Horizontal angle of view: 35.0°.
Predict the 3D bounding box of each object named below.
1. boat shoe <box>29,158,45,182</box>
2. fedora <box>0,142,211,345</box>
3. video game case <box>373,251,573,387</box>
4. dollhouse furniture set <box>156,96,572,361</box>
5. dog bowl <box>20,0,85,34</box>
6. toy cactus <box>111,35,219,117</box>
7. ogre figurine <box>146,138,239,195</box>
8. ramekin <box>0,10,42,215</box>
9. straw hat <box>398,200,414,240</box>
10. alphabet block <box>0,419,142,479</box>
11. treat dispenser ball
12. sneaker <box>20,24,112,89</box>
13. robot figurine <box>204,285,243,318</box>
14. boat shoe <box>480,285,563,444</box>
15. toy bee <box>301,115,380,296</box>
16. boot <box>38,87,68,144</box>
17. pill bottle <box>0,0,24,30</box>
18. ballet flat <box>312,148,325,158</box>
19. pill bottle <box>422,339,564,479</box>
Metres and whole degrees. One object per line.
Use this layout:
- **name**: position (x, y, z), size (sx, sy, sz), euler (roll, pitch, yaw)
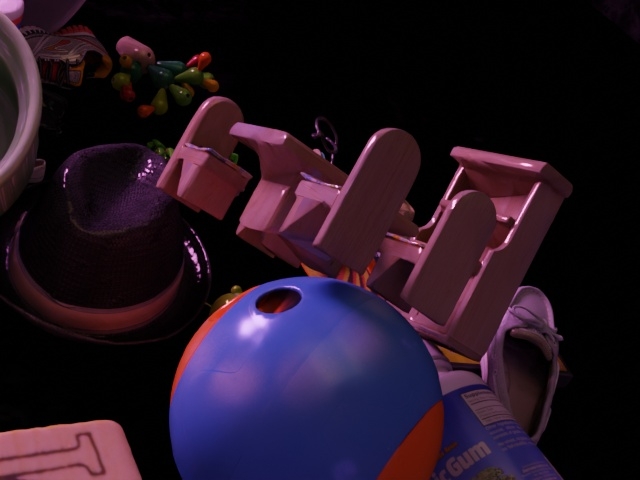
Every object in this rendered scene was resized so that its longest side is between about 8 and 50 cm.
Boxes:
- **boat shoe**: position (-0.426, -0.098, 1.400), size (0.100, 0.035, 0.035), euler (-5, 45, -39)
- **fedora**: position (-0.267, -0.022, 1.297), size (0.334, 0.152, 0.334), euler (18, 35, -13)
- **video game case**: position (0.217, 0.116, 1.539), size (0.274, 0.035, 0.248), euler (7, 38, -27)
- **dollhouse furniture set**: position (0.082, -0.059, 1.218), size (0.394, 0.256, 0.362), euler (33, -8, -35)
- **dog bowl**: position (-0.468, -0.405, 1.534), size (0.102, 0.349, 0.349), euler (46, 37, 8)
- **toy cactus**: position (-0.279, -0.291, 1.704), size (0.219, 0.112, 0.180), euler (-23, 54, -41)
- **ogre figurine**: position (-0.185, -0.101, 1.503), size (0.118, 0.097, 0.197), euler (13, -9, -27)
- **ramekin**: position (-0.480, -0.141, 1.206), size (0.303, 0.148, 0.303), euler (3, 72, -9)
- **straw hat**: position (0.119, -0.040, 1.661), size (0.144, 0.061, 0.144), euler (18, 35, -13)
- **alphabet block**: position (-0.250, 0.291, 0.851), size (0.193, 0.192, 0.197), euler (1, 42, -35)
- **treat dispenser ball**: position (-0.014, 0.181, 1.064), size (0.288, 0.288, 0.288), euler (18, 34, -13)
- **sneaker**: position (-0.424, -0.288, 1.613), size (0.092, 0.088, 0.225), euler (43, 38, 19)
- **robot figurine**: position (-0.093, 0.103, 1.319), size (0.115, 0.067, 0.101), euler (7, 46, -26)
- **boat shoe**: position (0.277, 0.176, 1.388), size (0.118, 0.103, 0.320), euler (34, 44, -5)
- **toy bee**: position (0.000, 0.000, 1.482), size (0.195, 0.162, 0.298), euler (38, 33, -45)
- **boot**: position (-0.439, -0.193, 1.516), size (0.121, 0.045, 0.099), euler (19, 37, -12)
- **pill bottle**: position (-0.488, -0.245, 1.389), size (0.124, 0.221, 0.124), euler (18, 35, -13)
- **ballet flat**: position (-0.017, -0.083, 1.627), size (0.067, 0.073, 0.206), euler (0, 36, -12)
- **pill bottle**: position (0.167, 0.253, 1.212), size (0.152, 0.152, 0.272), euler (-5, 44, -38)
